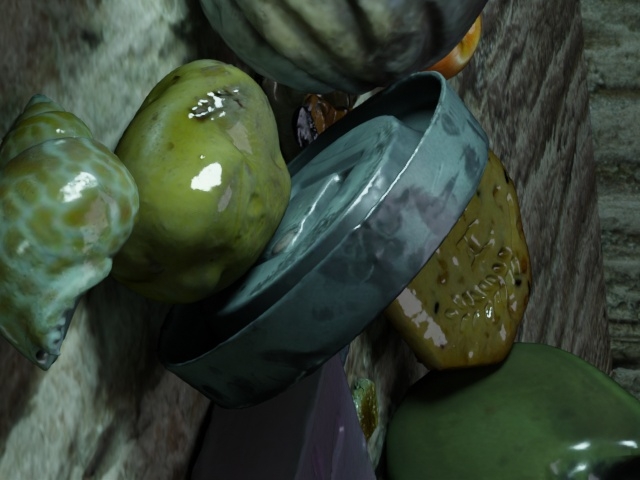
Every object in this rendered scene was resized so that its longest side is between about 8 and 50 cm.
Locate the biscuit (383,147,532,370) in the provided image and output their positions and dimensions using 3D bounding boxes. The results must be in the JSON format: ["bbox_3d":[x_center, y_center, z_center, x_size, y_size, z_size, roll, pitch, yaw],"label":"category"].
[{"bbox_3d":[0.160,-0.008,1.933,0.359,0.046,0.359,21,62,-47],"label":"biscuit"}]

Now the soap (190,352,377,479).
[{"bbox_3d":[-0.031,0.273,1.451,0.296,0.107,0.285,73,22,-44],"label":"soap"}]

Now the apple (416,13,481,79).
[{"bbox_3d":[0.116,-0.265,1.864,0.163,0.139,0.163,-35,130,-55],"label":"apple"}]

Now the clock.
[{"bbox_3d":[0.000,-0.001,1.237,0.066,0.319,0.319,44,36,-16],"label":"clock"}]

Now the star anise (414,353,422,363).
[{"bbox_3d":[0.148,0.052,2.018,0.220,0.099,0.214,40,43,-67],"label":"star anise"}]

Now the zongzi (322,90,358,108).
[{"bbox_3d":[0.016,-0.229,1.650,0.176,0.078,0.160,-67,156,-58],"label":"zongzi"}]

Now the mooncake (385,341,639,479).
[{"bbox_3d":[0.245,0.296,1.952,0.351,0.351,0.187,-71,156,-45],"label":"mooncake"}]

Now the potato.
[{"bbox_3d":[-0.099,-0.041,1.191,0.200,0.137,0.154,-76,149,-42],"label":"potato"}]

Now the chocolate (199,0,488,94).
[{"bbox_3d":[0.015,-0.232,1.344,0.213,0.303,0.303,-68,169,18],"label":"chocolate"}]

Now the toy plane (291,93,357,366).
[{"bbox_3d":[0.012,0.019,1.559,0.204,0.103,0.316,6,102,-50],"label":"toy plane"}]

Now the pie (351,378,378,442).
[{"bbox_3d":[0.052,0.204,1.838,0.084,0.020,0.084,0,90,-72],"label":"pie"}]

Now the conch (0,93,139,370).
[{"bbox_3d":[-0.177,-0.006,1.010,0.116,0.106,0.173,14,92,-84],"label":"conch"}]

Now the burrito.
[{"bbox_3d":[-0.022,-0.108,1.566,0.058,0.063,0.229,54,-14,34],"label":"burrito"}]
